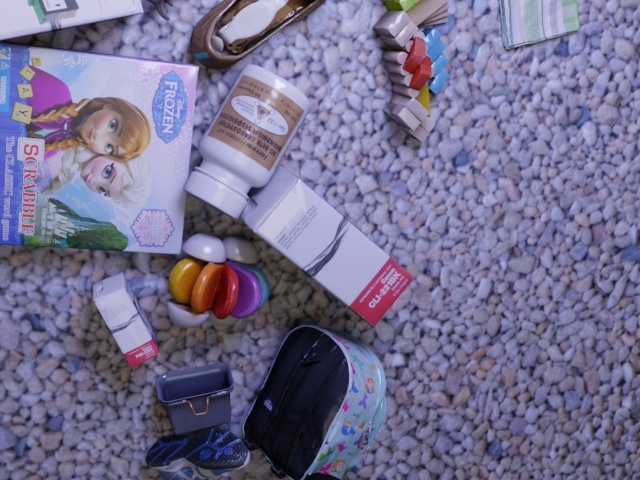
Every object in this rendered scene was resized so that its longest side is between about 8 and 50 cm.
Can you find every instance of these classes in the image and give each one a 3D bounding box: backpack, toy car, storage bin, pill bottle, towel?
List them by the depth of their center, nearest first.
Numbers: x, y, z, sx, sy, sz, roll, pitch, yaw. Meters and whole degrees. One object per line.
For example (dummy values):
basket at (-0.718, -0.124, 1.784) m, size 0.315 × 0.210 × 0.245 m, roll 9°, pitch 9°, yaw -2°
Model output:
pill bottle at (-0.124, -0.157, 1.351) m, size 0.131 × 0.131 × 0.229 m, roll 31°, pitch 86°, yaw -21°
toy car at (-0.161, 0.079, 1.403) m, size 0.182 × 0.136 × 0.159 m, roll 4°, pitch 105°, yaw -50°
backpack at (0.002, 0.284, 1.481) m, size 0.191 × 0.225 × 0.254 m, roll 14°, pitch 100°, yaw -41°
towel at (0.396, -0.415, 1.492) m, size 0.152 × 0.023 × 0.113 m, roll -15°, pitch 113°, yaw -11°
storage bin at (-0.219, 0.293, 1.494) m, size 0.135 × 0.098 × 0.091 m, roll -11°, pitch 118°, yaw -12°

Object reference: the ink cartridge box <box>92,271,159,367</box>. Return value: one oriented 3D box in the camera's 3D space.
ink cartridge box at (-0.330, 0.133, 1.410) m, size 0.056 × 0.099 × 0.135 m, roll -26°, pitch 111°, yaw -7°

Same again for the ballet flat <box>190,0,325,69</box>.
ballet flat at (-0.063, -0.394, 1.322) m, size 0.342 × 0.124 × 0.116 m, roll -37°, pitch 112°, yaw -3°

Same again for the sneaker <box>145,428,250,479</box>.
sneaker at (-0.211, 0.396, 1.499) m, size 0.211 × 0.080 × 0.081 m, roll -9°, pitch 128°, yaw 30°

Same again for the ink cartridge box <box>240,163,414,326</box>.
ink cartridge box at (0.000, 0.000, 1.411) m, size 0.273 × 0.197 × 0.114 m, roll 39°, pitch 92°, yaw -22°

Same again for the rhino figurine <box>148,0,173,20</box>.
rhino figurine at (-0.229, -0.465, 1.285) m, size 0.106 × 0.073 × 0.243 m, roll 3°, pitch 106°, yaw -13°

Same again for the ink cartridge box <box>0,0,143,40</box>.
ink cartridge box at (-0.383, -0.360, 1.225) m, size 0.219 × 0.160 × 0.093 m, roll -14°, pitch 108°, yaw -10°

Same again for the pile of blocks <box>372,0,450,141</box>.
pile of blocks at (0.169, -0.344, 1.406) m, size 0.148 × 0.112 × 0.362 m, roll -16°, pitch 109°, yaw -10°

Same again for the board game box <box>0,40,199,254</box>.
board game box at (-0.371, -0.144, 1.338) m, size 0.317 × 0.066 × 0.319 m, roll 3°, pitch 105°, yaw -16°
